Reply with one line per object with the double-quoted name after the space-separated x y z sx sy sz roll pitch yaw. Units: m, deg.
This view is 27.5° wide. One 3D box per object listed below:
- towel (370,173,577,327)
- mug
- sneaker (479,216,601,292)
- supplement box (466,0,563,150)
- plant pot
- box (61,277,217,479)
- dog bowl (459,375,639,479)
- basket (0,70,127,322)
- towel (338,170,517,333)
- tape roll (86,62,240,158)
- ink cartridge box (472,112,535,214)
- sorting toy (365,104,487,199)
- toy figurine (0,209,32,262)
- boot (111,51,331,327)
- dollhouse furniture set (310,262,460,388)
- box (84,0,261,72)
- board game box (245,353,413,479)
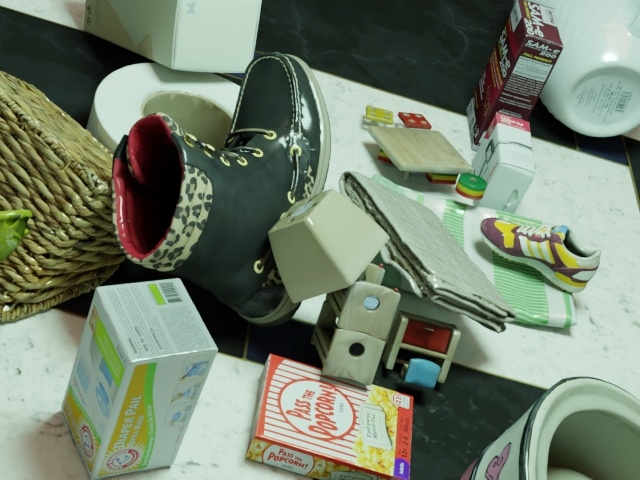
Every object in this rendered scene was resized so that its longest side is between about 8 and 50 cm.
0.227 0.018 1.980 0.325 0.038 0.248 16 38 -9 "towel"
0.524 -0.388 2.363 0.276 0.374 0.328 17 43 -15 "mug"
0.331 0.000 1.955 0.185 0.084 0.069 28 38 8 "sneaker"
0.328 -0.274 2.225 0.073 0.239 0.130 14 37 -11 "supplement box"
0.000 0.000 1.631 0.096 0.109 0.109 55 46 -15 "plant pot"
-0.204 0.155 1.443 0.103 0.203 0.114 -6 47 -32 "box"
0.298 0.359 1.389 0.408 0.150 0.408 30 42 -31 "dog bowl"
-0.385 -0.053 1.702 0.299 0.223 0.213 40 7 22 "basket"
0.145 0.016 1.816 0.187 0.049 0.282 25 21 -39 "towel"
-0.200 -0.139 1.899 0.286 0.100 0.286 14 38 -11 "tape roll"
0.296 -0.119 2.124 0.063 0.109 0.150 18 37 -8 "ink cartridge box"
0.153 -0.137 2.115 0.132 0.046 0.274 2 31 -26 "sorting toy"
-0.495 0.086 1.444 0.363 0.191 0.217 -4 77 -9 "toy figurine"
-0.123 -0.099 1.657 0.138 0.377 0.284 -2 -16 34 "boot"
0.100 0.113 1.680 0.184 0.129 0.129 15 12 -11 "dollhouse furniture set"
-0.236 -0.352 2.028 0.148 0.121 0.311 -2 19 -34 "box"
0.014 0.228 1.598 0.194 0.045 0.146 17 37 -7 "board game box"
